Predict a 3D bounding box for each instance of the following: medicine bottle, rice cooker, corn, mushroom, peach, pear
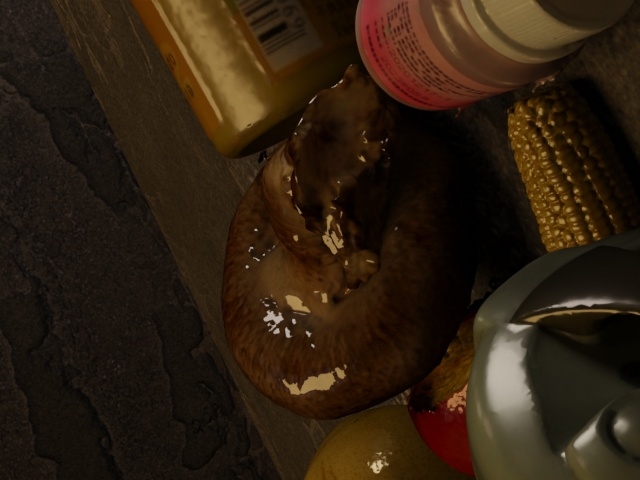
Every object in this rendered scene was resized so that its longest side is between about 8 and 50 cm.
[{"bbox_3d":[0.130,-0.182,0.778,0.147,0.147,0.247,63,162,-7],"label":"medicine bottle"},{"bbox_3d":[0.259,0.160,0.659,0.335,0.335,0.325,40,153,48],"label":"rice cooker"},{"bbox_3d":[0.232,-0.006,0.857,0.091,0.091,0.260,-21,99,36],"label":"corn"},{"bbox_3d":[0.004,0.021,1.053,0.334,0.356,0.331,-3,87,38],"label":"mushroom"},{"bbox_3d":[0.181,0.144,1.059,0.196,0.190,0.226,55,169,43],"label":"peach"},{"bbox_3d":[-0.101,-0.299,1.084,0.384,0.224,0.224,60,162,0],"label":"medicine bottle"},{"bbox_3d":[0.118,0.382,1.424,0.314,0.314,0.314,51,160,27],"label":"pear"}]
